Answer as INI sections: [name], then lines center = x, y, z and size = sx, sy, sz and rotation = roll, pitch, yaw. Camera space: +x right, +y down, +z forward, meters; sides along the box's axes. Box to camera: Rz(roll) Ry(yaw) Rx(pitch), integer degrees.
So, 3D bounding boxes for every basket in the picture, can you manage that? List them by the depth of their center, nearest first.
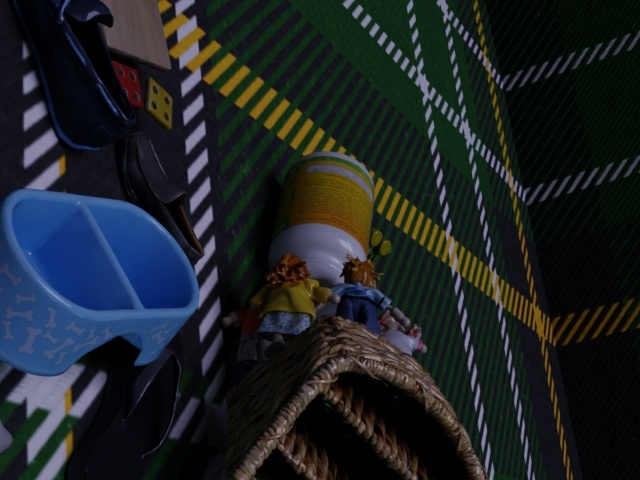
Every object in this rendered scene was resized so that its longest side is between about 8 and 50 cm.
[basket]
center = 0.058, 0.255, 1.162
size = 0.299, 0.213, 0.223
rotation = 49, 10, -18

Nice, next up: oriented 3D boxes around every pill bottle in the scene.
[pill bottle]
center = 0.000, 0.000, 1.491
size = 0.136, 0.136, 0.246
rotation = 57, 28, -35

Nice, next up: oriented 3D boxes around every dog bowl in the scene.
[dog bowl]
center = -0.217, 0.032, 0.987
size = 0.166, 0.074, 0.297
rotation = 58, 18, 16

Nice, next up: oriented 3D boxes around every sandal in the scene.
[sandal]
center = -0.177, 0.171, 1.073
size = 0.097, 0.054, 0.255
rotation = 58, 27, -33

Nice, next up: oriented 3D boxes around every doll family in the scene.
[doll family]
center = 0.014, 0.088, 1.304
size = 0.163, 0.262, 0.118
rotation = -86, -173, -47

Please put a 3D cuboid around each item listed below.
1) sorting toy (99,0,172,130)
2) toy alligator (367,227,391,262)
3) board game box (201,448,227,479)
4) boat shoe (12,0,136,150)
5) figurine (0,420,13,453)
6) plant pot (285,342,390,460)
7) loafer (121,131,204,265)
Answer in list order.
[sorting toy]
center = -0.237, -0.258, 1.240
size = 0.132, 0.046, 0.275
rotation = 7, 68, -66
[toy alligator]
center = 0.063, -0.006, 1.761
size = 0.051, 0.056, 0.189
rotation = -57, 142, -7
[board game box]
center = -0.064, 0.334, 1.151
size = 0.194, 0.045, 0.147
rotation = 59, 10, -10
[boat shoe]
center = -0.253, -0.227, 1.127
size = 0.109, 0.089, 0.258
rotation = -34, 106, -67
[figurine]
center = -0.314, 0.111, 0.769
size = 0.209, 0.092, 0.215
rotation = -56, 127, -67
[plant pot]
center = 0.041, 0.238, 1.388
size = 0.187, 0.167, 0.188
rotation = 61, 27, -26
[loafer]
center = -0.177, -0.047, 1.212
size = 0.062, 0.061, 0.170
rotation = -25, 97, -66
